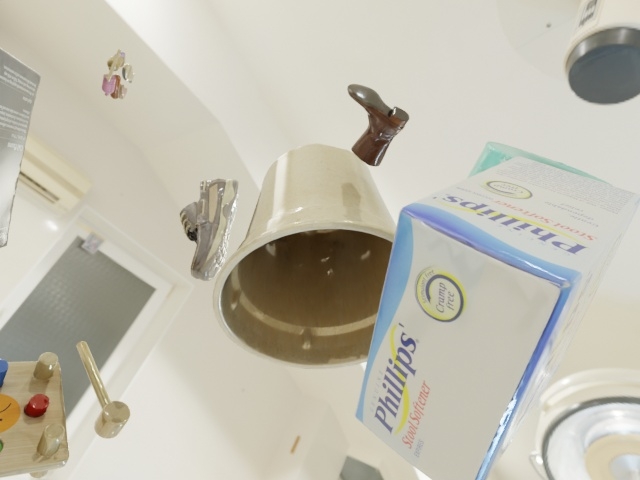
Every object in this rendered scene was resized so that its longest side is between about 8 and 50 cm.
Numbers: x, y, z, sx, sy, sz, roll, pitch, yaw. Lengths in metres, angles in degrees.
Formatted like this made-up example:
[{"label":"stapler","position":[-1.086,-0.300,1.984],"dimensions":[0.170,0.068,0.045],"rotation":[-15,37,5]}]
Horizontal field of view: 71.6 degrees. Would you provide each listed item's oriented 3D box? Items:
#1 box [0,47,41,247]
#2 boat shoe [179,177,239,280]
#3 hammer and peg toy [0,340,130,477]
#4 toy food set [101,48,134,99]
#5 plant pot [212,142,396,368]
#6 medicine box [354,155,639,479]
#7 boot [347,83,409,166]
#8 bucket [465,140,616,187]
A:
[{"label":"box","position":[-0.556,-0.134,0.592],"dimensions":[0.179,0.312,0.343],"rotation":[12,3,-16]},{"label":"boat shoe","position":[-0.307,-0.037,1.188],"dimensions":[0.130,0.355,0.132],"rotation":[9,-48,-6]},{"label":"hammer and peg toy","position":[-0.599,0.343,0.892],"dimensions":[0.361,0.127,0.266],"rotation":[11,29,-42]},{"label":"toy food set","position":[-0.346,-0.275,0.750],"dimensions":[0.019,0.077,0.122],"rotation":[19,-8,-13]},{"label":"plant pot","position":[0.000,0.000,0.772],"dimensions":[0.334,0.305,0.333],"rotation":[-2,-48,-2]},{"label":"medicine box","position":[0.195,0.073,0.491],"dimensions":[0.149,0.289,0.263],"rotation":[28,-55,33]},{"label":"boot","position":[0.068,-0.173,0.689],"dimensions":[0.106,0.037,0.114],"rotation":[33,-35,-2]},{"label":"bucket","position":[0.390,-0.059,0.837],"dimensions":[0.281,0.281,0.183],"rotation":[23,-66,11]}]
